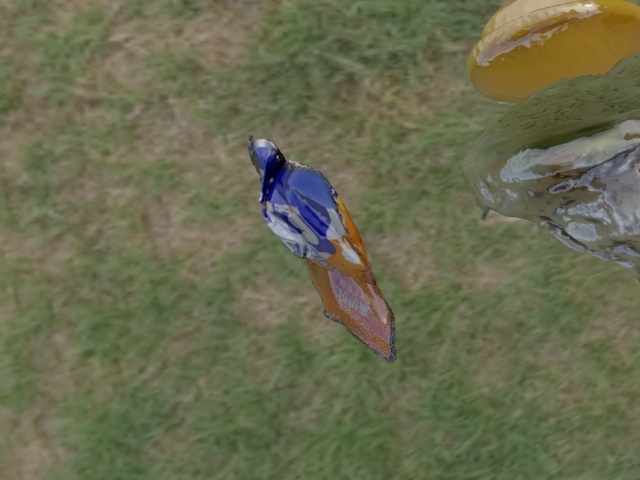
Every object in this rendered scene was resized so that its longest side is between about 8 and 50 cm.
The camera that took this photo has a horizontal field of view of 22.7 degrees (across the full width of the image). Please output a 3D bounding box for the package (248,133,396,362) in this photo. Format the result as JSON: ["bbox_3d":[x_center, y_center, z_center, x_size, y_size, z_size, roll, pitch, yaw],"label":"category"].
[{"bbox_3d":[0.001,-0.001,0.706,0.077,0.033,0.111,21,150,39],"label":"package"}]

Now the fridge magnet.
[{"bbox_3d":[0.179,-0.148,1.207,0.143,0.143,0.063,-26,64,32],"label":"fridge magnet"}]

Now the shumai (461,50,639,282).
[{"bbox_3d":[0.180,-0.033,0.825,0.201,0.201,0.120,-14,103,33],"label":"shumai"}]
